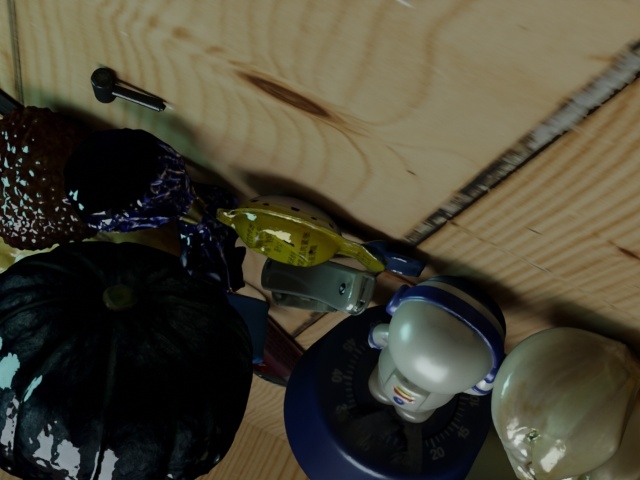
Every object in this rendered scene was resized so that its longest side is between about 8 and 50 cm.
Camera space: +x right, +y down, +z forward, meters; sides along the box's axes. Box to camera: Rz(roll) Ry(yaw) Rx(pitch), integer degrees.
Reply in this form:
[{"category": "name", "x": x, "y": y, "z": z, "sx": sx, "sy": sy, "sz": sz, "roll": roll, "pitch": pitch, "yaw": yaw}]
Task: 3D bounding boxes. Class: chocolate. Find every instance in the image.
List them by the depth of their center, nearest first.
[{"category": "chocolate", "x": -0.162, "y": -0.036, "z": 1.700, "sx": 0.126, "sy": 0.148, "sz": 0.343, "roll": -24, "pitch": 154, "yaw": 18}]

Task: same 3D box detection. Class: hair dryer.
[{"category": "hair dryer", "x": -0.208, "y": -0.157, "z": 1.537, "sx": 0.083, "sy": 0.026, "sz": 0.047, "roll": 22, "pitch": 166, "yaw": 3}]

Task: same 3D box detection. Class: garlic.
[{"category": "garlic", "x": 0.302, "y": 0.209, "z": 1.612, "sx": 0.281, "sy": 0.203, "sz": 0.185, "roll": 31, "pitch": -176, "yaw": -33}]

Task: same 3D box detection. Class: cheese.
[{"category": "cheese", "x": 0.000, "y": 0.000, "z": 1.656, "sx": 0.250, "sy": 0.064, "sz": 0.156, "roll": 17, "pitch": 168, "yaw": -1}]

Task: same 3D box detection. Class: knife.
[{"category": "knife", "x": -0.006, "y": 0.057, "z": 1.809, "sx": 0.040, "sy": 0.073, "sz": 0.265, "roll": 23, "pitch": 173, "yaw": -26}]

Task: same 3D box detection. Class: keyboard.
[{"category": "keyboard", "x": -0.385, "y": -0.154, "z": 1.878, "sx": 0.067, "sy": 0.011, "sz": 0.202, "roll": 10, "pitch": 159, "yaw": 42}]

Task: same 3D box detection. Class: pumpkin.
[{"category": "pumpkin", "x": -0.264, "y": 0.167, "z": 1.776, "sx": 0.363, "sy": 0.363, "sz": 0.266, "roll": 25, "pitch": 126, "yaw": 5}]

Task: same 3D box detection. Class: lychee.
[{"category": "lychee", "x": -0.339, "y": -0.080, "z": 1.758, "sx": 0.188, "sy": 0.188, "sz": 0.188, "roll": 24, "pitch": 166, "yaw": 7}]

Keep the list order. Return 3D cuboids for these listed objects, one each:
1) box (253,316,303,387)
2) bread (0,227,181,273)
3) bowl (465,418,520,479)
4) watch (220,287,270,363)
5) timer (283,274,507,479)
[{"category": "box", "x": -0.107, "y": 0.180, "z": 2.464, "sx": 0.120, "sy": 0.069, "sz": 0.224, "roll": 19, "pitch": 162, "yaw": 26}, {"category": "bread", "x": -0.374, "y": 0.092, "z": 2.082, "sx": 0.394, "sy": 0.361, "sz": 0.250, "roll": 21, "pitch": -171, "yaw": 12}, {"category": "bowl", "x": 0.249, "y": 0.390, "z": 2.331, "sx": 0.354, "sy": 0.185, "sz": 0.354, "roll": 22, "pitch": 167, "yaw": 5}, {"category": "watch", "x": -0.170, "y": 0.126, "z": 2.238, "sx": 0.200, "sy": 0.171, "sz": 0.196, "roll": 19, "pitch": 172, "yaw": -42}, {"category": "timer", "x": 0.122, "y": 0.163, "z": 1.744, "sx": 0.270, "sy": 0.270, "sz": 0.383, "roll": 26, "pitch": 151, "yaw": -1}]
